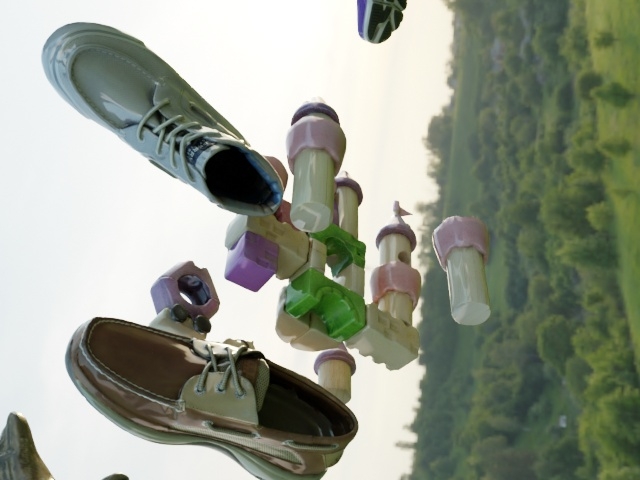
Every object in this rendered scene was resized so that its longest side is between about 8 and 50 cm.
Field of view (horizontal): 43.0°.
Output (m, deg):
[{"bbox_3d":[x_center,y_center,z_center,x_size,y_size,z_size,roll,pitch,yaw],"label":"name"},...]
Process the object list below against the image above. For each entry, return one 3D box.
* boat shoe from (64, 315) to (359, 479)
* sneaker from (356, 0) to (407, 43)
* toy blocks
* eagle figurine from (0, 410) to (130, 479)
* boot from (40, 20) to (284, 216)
[{"bbox_3d":[-0.100,0.151,0.841,0.116,0.324,0.123,-43,32,35],"label":"boat shoe"},{"bbox_3d":[0.051,-0.298,0.887,0.068,0.071,0.170,-3,-88,-50],"label":"sneaker"},{"bbox_3d":[0.000,0.000,0.971,0.309,0.288,0.260,-40,32,34],"label":"toy blocks"},{"bbox_3d":[-0.217,0.261,0.504,0.226,0.225,0.298,-22,-38,-61],"label":"eagle figurine"},{"bbox_3d":[-0.136,-0.110,0.775,0.258,0.123,0.095,31,-84,-44],"label":"boot"}]
